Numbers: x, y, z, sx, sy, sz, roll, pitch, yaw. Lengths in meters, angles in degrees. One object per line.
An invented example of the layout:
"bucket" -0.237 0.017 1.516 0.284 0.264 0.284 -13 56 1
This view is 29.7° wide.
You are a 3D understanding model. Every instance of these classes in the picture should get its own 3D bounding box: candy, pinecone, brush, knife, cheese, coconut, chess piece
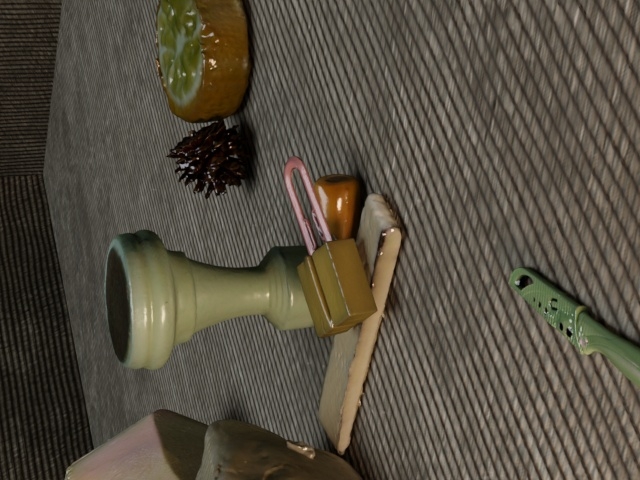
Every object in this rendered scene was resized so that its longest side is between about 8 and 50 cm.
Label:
"candy" -0.202 -0.324 2.034 0.260 0.118 0.260 173 90 -68
"pinecone" -0.179 -0.134 2.005 0.121 0.140 0.140 65 162 -12
"brush" 0.000 0.000 1.544 0.103 0.047 0.233 -42 62 58
"knife" 0.244 0.087 1.087 0.293 0.020 0.043 -133 42 -60
"cheese" 0.047 0.118 1.595 0.085 0.034 0.400 -115 30 -48
"coconut" -0.270 0.451 2.149 0.297 0.309 0.297 58 -173 -11
"chess piece" -0.140 0.075 1.697 0.194 0.299 0.194 176 90 -69

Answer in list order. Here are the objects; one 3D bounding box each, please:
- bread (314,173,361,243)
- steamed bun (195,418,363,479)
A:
"bread" 0.021 -0.033 1.581 0.049 0.062 0.103 -115 26 -67
"steamed bun" -0.043 0.411 1.608 0.383 0.236 0.247 -120 36 -66
